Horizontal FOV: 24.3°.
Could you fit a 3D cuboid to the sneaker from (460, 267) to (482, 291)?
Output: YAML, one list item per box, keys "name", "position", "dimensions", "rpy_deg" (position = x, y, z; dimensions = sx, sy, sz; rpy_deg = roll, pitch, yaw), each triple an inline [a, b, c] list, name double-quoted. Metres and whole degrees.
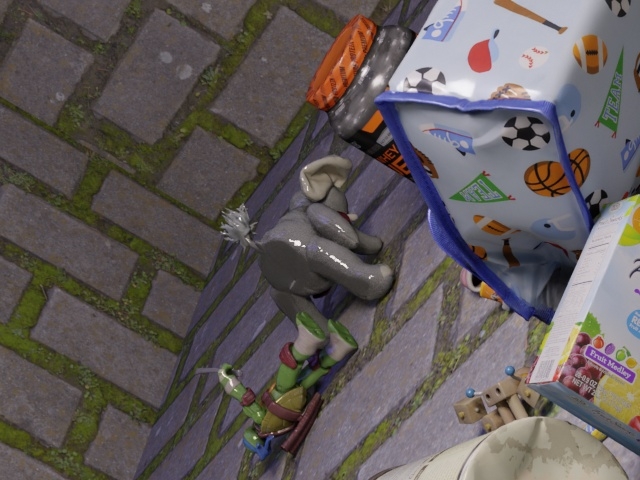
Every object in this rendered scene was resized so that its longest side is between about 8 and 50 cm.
- name: "sneaker"
  position: [0.248, 0.017, 2.175]
  dimensions: [0.070, 0.051, 0.134]
  rpy_deg: [-101, 35, -79]

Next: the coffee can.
- name: "coffee can"
  position: [0.160, 0.301, 1.487]
  dimensions: [0.275, 0.201, 0.201]
  rpy_deg: [-38, 25, 60]

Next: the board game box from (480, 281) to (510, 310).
- name: "board game box"
  position: [0.291, -0.163, 1.981]
  dimensions: [0.390, 0.050, 0.390]
  rpy_deg: [81, -152, -57]

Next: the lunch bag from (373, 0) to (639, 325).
- name: "lunch bag"
  position: [0.253, -0.135, 1.596]
  dimensions: [0.239, 0.385, 0.328]
  rpy_deg: [10, 59, 35]

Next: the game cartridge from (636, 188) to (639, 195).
- name: "game cartridge"
  position: [0.384, -0.067, 1.831]
  dimensions: [0.297, 0.062, 0.198]
  rpy_deg: [-39, 28, 59]

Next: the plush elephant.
- name: "plush elephant"
  position: [0.000, 0.000, 2.780]
  dimensions: [0.255, 0.330, 0.272]
  rpy_deg: [-45, -9, -45]

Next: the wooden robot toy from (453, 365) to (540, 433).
- name: "wooden robot toy"
  position: [0.241, 0.191, 1.816]
  dimensions: [0.079, 0.076, 0.173]
  rpy_deg: [-25, -9, -33]

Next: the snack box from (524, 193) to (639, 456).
- name: "snack box"
  position: [0.316, 0.089, 1.429]
  dimensions: [0.207, 0.174, 0.070]
  rpy_deg: [-64, 17, -19]

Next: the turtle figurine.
- name: "turtle figurine"
  position: [-0.079, 0.229, 2.655]
  dimensions: [0.266, 0.198, 0.275]
  rpy_deg: [-51, 18, 19]

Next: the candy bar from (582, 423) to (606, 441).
- name: "candy bar"
  position: [0.314, 0.183, 1.589]
  dimensions: [0.161, 0.018, 0.040]
  rpy_deg: [-50, 15, 33]

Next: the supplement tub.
- name: "supplement tub"
  position: [0.160, -0.205, 2.379]
  dimensions: [0.207, 0.338, 0.207]
  rpy_deg: [-56, 12, 18]
